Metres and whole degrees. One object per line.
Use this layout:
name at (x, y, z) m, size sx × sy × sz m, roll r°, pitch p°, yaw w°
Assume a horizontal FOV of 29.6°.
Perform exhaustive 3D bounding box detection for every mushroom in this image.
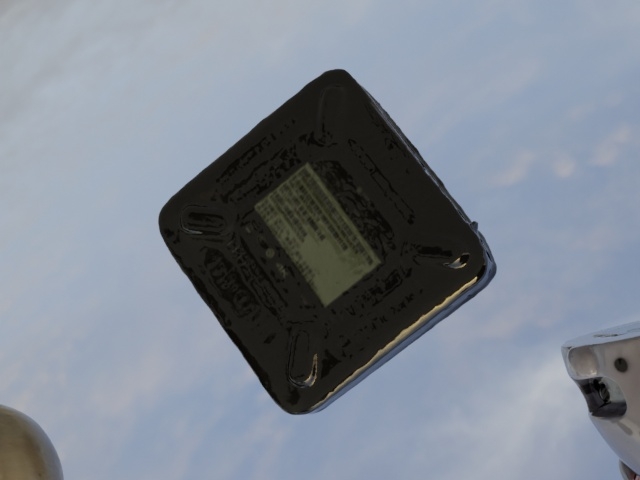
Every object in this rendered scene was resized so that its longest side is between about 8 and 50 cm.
mushroom at (-0.358, 0.254, 1.206) m, size 0.206 × 0.209 × 0.206 m, roll -60°, pitch -168°, yaw 21°

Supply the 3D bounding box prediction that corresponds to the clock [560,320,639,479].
clock at (0.338, 0.192, 1.102) m, size 0.188 × 0.254 × 0.189 m, roll -18°, pitch 177°, yaw -1°

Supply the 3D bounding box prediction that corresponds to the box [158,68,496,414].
box at (0.000, 0.000, 1.289) m, size 0.289 × 0.073 × 0.290 m, roll -37°, pitch -105°, yaw 8°
